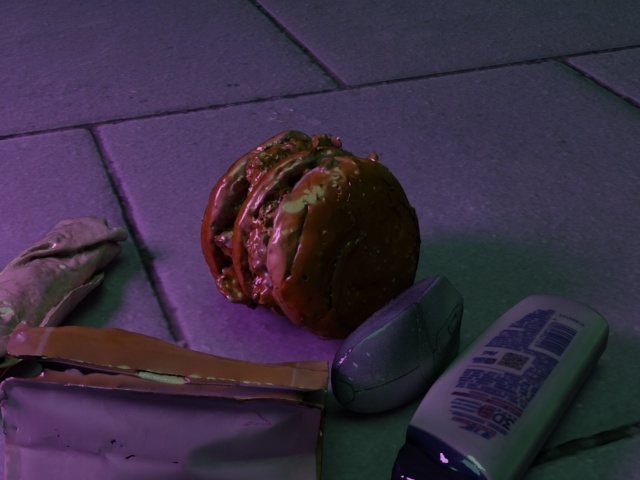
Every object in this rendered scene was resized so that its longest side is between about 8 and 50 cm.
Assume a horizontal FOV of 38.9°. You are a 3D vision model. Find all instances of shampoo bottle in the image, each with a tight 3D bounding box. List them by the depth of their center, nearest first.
[{"bbox_3d":[0.187,0.174,0.975,0.134,0.078,0.359,17,36,30],"label":"shampoo bottle"}]

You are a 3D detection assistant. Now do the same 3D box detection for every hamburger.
[{"bbox_3d":[-0.002,-0.009,1.136,0.261,0.245,0.211,25,-1,-44],"label":"hamburger"}]

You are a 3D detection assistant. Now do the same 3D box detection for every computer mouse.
[{"bbox_3d":[0.107,0.120,1.033,0.229,0.113,0.068,-31,29,-35],"label":"computer mouse"}]

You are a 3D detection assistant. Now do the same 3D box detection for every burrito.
[{"bbox_3d":[-0.364,0.078,1.113,0.117,0.076,0.392,11,33,14],"label":"burrito"}]

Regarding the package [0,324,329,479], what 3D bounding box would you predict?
[{"bbox_3d":[-0.147,0.155,0.914,0.311,0.165,0.221,3,32,3],"label":"package"}]
